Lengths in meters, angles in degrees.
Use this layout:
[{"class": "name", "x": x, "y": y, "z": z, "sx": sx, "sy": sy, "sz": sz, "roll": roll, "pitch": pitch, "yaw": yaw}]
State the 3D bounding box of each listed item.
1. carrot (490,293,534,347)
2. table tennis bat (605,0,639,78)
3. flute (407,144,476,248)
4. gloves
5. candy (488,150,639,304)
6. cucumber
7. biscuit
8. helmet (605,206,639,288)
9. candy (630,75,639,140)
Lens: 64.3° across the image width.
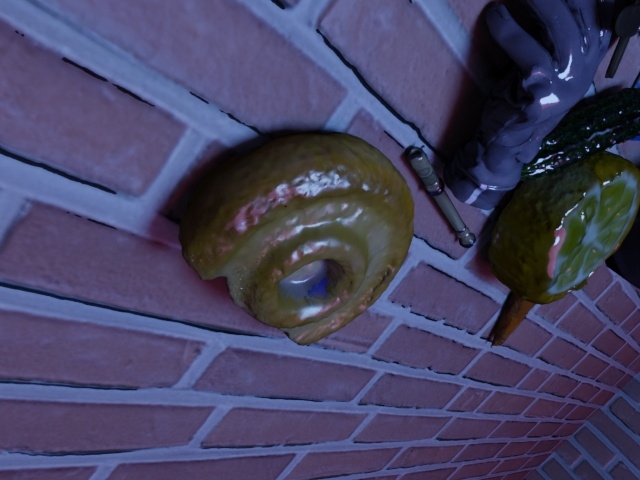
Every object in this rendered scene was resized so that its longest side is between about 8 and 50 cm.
[{"class": "carrot", "x": 0.383, "y": 0.133, "z": 0.984, "sx": 0.057, "sy": 0.057, "sz": 0.224, "roll": -13, "pitch": 137, "yaw": -30}, {"class": "table tennis bat", "x": 0.332, "y": -0.236, "z": 0.542, "sx": 0.234, "sy": 0.022, "sz": 0.131, "roll": -35, "pitch": 141, "yaw": -53}, {"class": "flute", "x": 0.158, "y": -0.047, "z": 0.648, "sx": 0.027, "sy": 0.027, "sz": 0.233, "roll": -44, "pitch": 141, "yaw": 4}, {"class": "gloves", "x": 0.220, "y": -0.166, "z": 0.541, "sx": 0.142, "sy": 0.119, "sz": 0.285, "roll": -45, "pitch": 151, "yaw": -50}, {"class": "candy", "x": 0.378, "y": -0.020, "z": 0.781, "sx": 0.260, "sy": 0.118, "sz": 0.260, "roll": -23, "pitch": 136, "yaw": -24}, {"class": "cucumber", "x": 0.347, "y": -0.140, "z": 0.676, "sx": 0.265, "sy": 0.077, "sz": 0.077, "roll": -24, "pitch": 138, "yaw": -21}, {"class": "biscuit", "x": 0.001, "y": 0.001, "z": 0.516, "sx": 0.213, "sy": 0.091, "sz": 0.274, "roll": -43, "pitch": 139, "yaw": 5}, {"class": "helmet", "x": 0.599, "y": -0.012, "z": 0.911, "sx": 0.305, "sy": 0.177, "sz": 0.225, "roll": 9, "pitch": 88, "yaw": -64}, {"class": "candy", "x": 0.491, "y": -0.213, "z": 0.758, "sx": 0.088, "sy": 0.038, "sz": 0.136, "roll": -2, "pitch": 121, "yaw": -21}]
